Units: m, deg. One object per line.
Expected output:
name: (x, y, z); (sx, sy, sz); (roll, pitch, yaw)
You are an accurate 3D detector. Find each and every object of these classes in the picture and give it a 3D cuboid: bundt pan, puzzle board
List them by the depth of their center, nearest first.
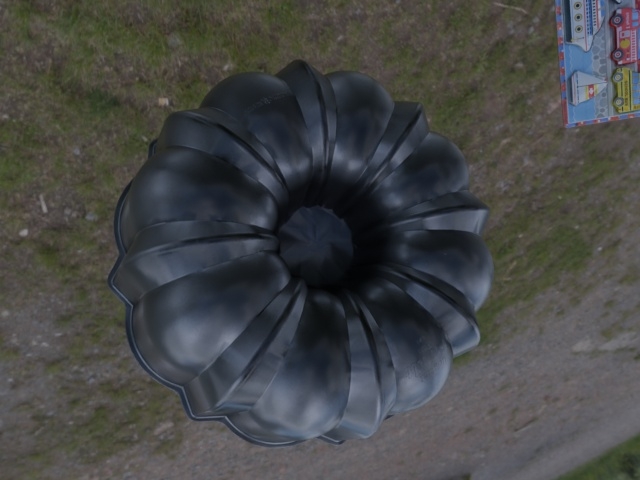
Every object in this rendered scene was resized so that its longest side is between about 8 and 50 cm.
puzzle board: (0.240, -0.161, 0.391); (0.096, 0.011, 0.128); (-6, 101, 17)
bundt pan: (0.000, 0.000, 0.399); (0.330, 0.331, 0.124); (-5, 168, -19)
